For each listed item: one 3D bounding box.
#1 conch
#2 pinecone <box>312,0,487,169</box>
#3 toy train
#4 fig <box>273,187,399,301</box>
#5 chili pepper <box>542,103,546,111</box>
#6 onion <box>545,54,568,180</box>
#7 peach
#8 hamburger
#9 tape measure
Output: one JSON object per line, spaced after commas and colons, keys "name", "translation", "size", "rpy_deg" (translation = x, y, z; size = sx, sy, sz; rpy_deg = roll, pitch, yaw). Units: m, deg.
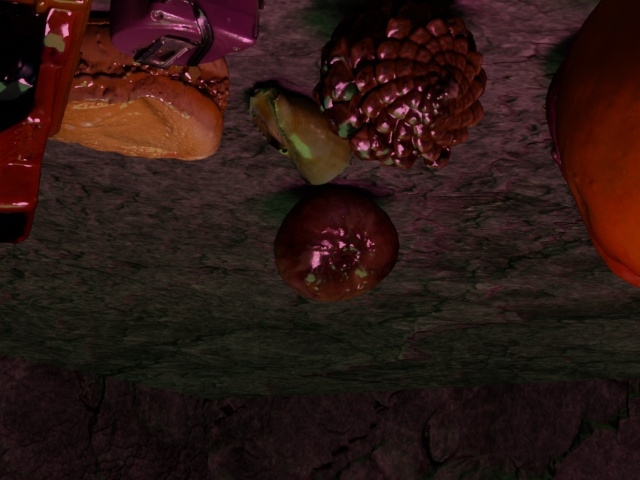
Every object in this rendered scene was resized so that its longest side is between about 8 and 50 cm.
{"name": "conch", "translation": [-0.019, -0.114, 2.022], "size": [0.095, 0.080, 0.201], "rpy_deg": [9, 157, 43]}
{"name": "pinecone", "translation": [0.069, -0.147, 1.701], "size": [0.173, 0.174, 0.173], "rpy_deg": [3, 167, 1]}
{"name": "toy train", "translation": [-0.289, -0.138, 1.584], "size": [0.163, 0.232, 0.369], "rpy_deg": [5, 161, -12]}
{"name": "fig", "translation": [0.006, 0.014, 2.421], "size": [0.160, 0.143, 0.231], "rpy_deg": [-12, 171, -19]}
{"name": "chili pepper", "translation": [0.275, -0.140, 1.960], "size": [0.083, 0.017, 0.030], "rpy_deg": [1, 167, -2]}
{"name": "onion", "translation": [0.330, -0.114, 1.772], "size": [0.230, 0.163, 0.230], "rpy_deg": [27, 152, 16]}
{"name": "peach", "translation": [0.343, -0.078, 1.453], "size": [0.342, 0.302, 0.343], "rpy_deg": [38, -171, -7]}
{"name": "hamburger", "translation": [-0.191, -0.146, 1.836], "size": [0.213, 0.108, 0.214], "rpy_deg": [2, 166, 0]}
{"name": "tape measure", "translation": [-0.127, -0.200, 1.658], "size": [0.118, 0.074, 0.125], "rpy_deg": [11, 163, -29]}
